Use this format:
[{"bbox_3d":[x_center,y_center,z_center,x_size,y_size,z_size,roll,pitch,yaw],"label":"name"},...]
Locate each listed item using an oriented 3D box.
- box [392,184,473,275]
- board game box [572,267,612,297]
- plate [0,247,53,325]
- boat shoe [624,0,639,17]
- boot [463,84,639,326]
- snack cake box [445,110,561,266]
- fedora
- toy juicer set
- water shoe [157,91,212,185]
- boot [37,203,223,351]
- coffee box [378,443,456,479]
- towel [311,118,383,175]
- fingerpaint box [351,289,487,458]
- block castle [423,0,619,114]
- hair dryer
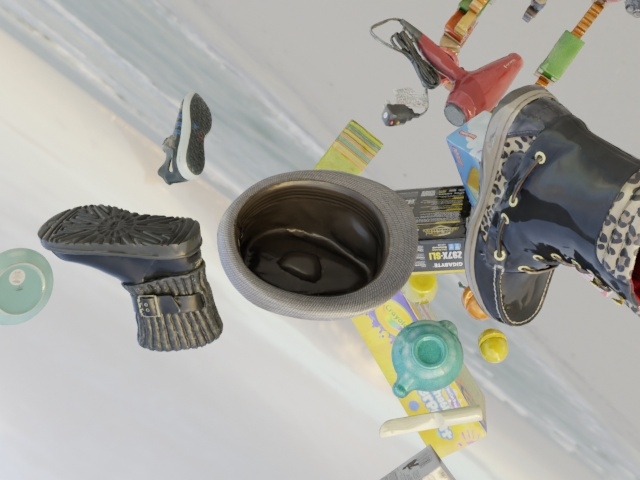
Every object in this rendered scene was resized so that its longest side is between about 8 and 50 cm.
[{"bbox_3d":[0.135,-0.018,1.543,0.257,0.322,0.079,-66,-31,-60],"label":"box"},{"bbox_3d":[0.629,0.036,1.913,0.193,0.045,0.147,46,176,27],"label":"board game box"},{"bbox_3d":[-0.699,0.110,1.851,0.024,0.188,0.188,19,167,41],"label":"plate"},{"bbox_3d":[0.665,-0.457,1.475,0.335,0.112,0.095,147,114,-81],"label":"boat shoe"},{"bbox_3d":[0.333,0.013,1.056,0.284,0.138,0.377,44,142,48],"label":"boot"},{"bbox_3d":[0.322,-0.072,1.348,0.152,0.089,0.264,48,171,51],"label":"snack cake box"},{"bbox_3d":[-0.007,0.023,1.136,0.275,0.243,0.124,2,149,-2],"label":"fedora"},{"bbox_3d":[0.235,0.219,1.482,0.209,0.329,0.089,10,164,5],"label":"toy juicer set"},{"bbox_3d":[-0.246,-0.184,1.415,0.073,0.080,0.203,52,-152,-41],"label":"water shoe"},{"bbox_3d":[-0.366,0.080,1.550,0.348,0.131,0.260,8,126,18],"label":"boot"},{"bbox_3d":[0.174,0.611,1.747,0.168,0.297,0.119,54,-178,-9],"label":"coffee box"},{"bbox_3d":[0.047,-0.179,1.978,0.102,0.237,0.021,37,-156,-4],"label":"towel"},{"bbox_3d":[0.273,0.325,2.196,0.444,0.163,0.371,59,-169,2],"label":"fingerpaint box"},{"bbox_3d":[0.467,-0.492,1.848,0.303,0.453,0.213,36,-173,5],"label":"block castle"},{"bbox_3d":[0.243,-0.317,1.478,0.294,0.223,0.080,-1,168,-15],"label":"hair dryer"}]
